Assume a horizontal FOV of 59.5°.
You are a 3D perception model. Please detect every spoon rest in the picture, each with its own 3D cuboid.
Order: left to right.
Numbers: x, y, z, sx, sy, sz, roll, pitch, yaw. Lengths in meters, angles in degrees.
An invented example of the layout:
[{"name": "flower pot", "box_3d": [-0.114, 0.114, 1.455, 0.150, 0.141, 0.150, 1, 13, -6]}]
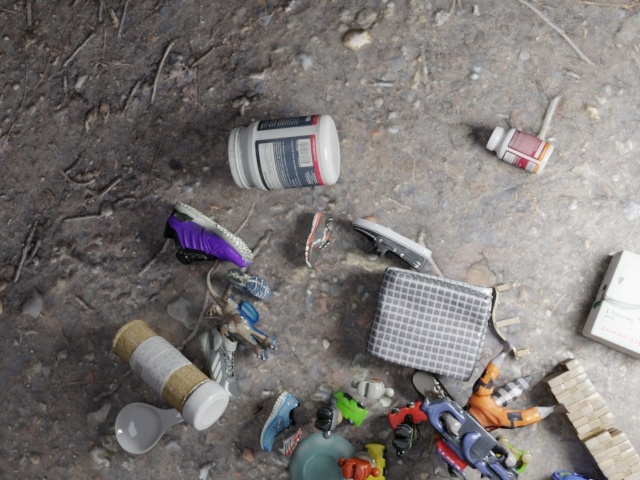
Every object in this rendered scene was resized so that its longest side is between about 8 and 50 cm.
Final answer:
[{"name": "spoon rest", "box_3d": [-0.440, 0.491, 1.530, 0.276, 0.084, 0.137, -20, 77, 7]}]

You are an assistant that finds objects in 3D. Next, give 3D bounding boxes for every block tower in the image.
[{"name": "block tower", "box_3d": [0.645, 0.445, 1.307, 0.097, 0.091, 0.335, -29, 76, 5]}]

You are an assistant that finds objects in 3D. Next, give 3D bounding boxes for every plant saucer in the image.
[{"name": "plant saucer", "box_3d": [0.009, 0.597, 1.443, 0.195, 0.037, 0.194, -2, 80, 12]}]

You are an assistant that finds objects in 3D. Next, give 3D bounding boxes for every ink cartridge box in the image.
[{"name": "ink cartridge box", "box_3d": [0.747, 0.156, 1.331, 0.160, 0.092, 0.219, 22, 86, 15]}]

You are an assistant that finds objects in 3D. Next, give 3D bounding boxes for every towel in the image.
[{"name": "towel", "box_3d": [0.272, 0.206, 1.394, 0.284, 0.121, 0.235, 13, 94, 13]}]

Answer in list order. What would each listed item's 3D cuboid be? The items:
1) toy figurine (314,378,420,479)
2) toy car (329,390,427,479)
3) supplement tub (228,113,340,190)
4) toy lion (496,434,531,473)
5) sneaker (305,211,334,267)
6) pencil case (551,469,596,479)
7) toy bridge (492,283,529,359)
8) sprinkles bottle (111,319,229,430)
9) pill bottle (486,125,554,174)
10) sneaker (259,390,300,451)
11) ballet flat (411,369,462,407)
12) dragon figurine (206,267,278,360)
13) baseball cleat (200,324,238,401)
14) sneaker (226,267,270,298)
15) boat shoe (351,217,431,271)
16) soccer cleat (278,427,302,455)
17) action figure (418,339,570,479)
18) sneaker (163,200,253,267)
[{"name": "toy figurine", "box_3d": [0.111, 0.446, 1.342, 0.213, 0.148, 0.209, -39, 69, 5]}, {"name": "toy car", "box_3d": [0.126, 0.464, 1.432, 0.225, 0.053, 0.239, 34, 88, 15]}, {"name": "supplement tub", "box_3d": [-0.093, -0.235, 1.519, 0.272, 0.191, 0.191, -3, 80, 11]}, {"name": "toy lion", "box_3d": [0.448, 0.534, 1.367, 0.100, 0.034, 0.096, 31, 95, 14]}, {"name": "sneaker", "box_3d": [0.000, 0.000, 1.532, 0.065, 0.061, 0.157, 12, 84, 7]}, {"name": "pencil case", "box_3d": [0.587, 0.683, 1.265, 0.133, 0.119, 0.306, 2, 82, 26]}, {"name": "toy bridge", "box_3d": [0.470, 0.208, 1.415, 0.063, 0.026, 0.188, -15, 78, 12]}, {"name": "sprinkles bottle", "box_3d": [-0.405, 0.350, 1.492, 0.355, 0.121, 0.121, 31, 88, 27]}, {"name": "pill bottle", "box_3d": [0.513, -0.237, 1.448, 0.152, 0.086, 0.086, 28, 88, 14]}, {"name": "sneaker", "box_3d": [-0.105, 0.484, 1.473, 0.073, 0.063, 0.162, 24, 87, 11]}, {"name": "ballet flat", "box_3d": [0.312, 0.428, 1.403, 0.084, 0.058, 0.250, -37, 81, -7]}, {"name": "dragon figurine", "box_3d": [-0.227, 0.208, 1.530, 0.085, 0.144, 0.289, -46, 56, 3]}, {"name": "baseball cleat", "box_3d": [-0.259, 0.329, 1.515, 0.109, 0.072, 0.206, -35, 75, 26]}, {"name": "sneaker", "box_3d": [-0.201, 0.123, 1.561, 0.135, 0.058, 0.052, 32, 63, -5]}, {"name": "boat shoe", "box_3d": [0.178, 0.015, 1.486, 0.229, 0.080, 0.076, 26, 86, 7]}, {"name": "soccer cleat", "box_3d": [-0.079, 0.527, 1.477, 0.036, 0.029, 0.083, 31, 93, 11]}, {"name": "action figure", "box_3d": [0.402, 0.451, 1.295, 0.330, 0.178, 0.341, -39, 80, 1]}, {"name": "sneaker", "box_3d": [-0.325, 0.020, 1.580, 0.293, 0.102, 0.146, 34, 91, 21]}]
